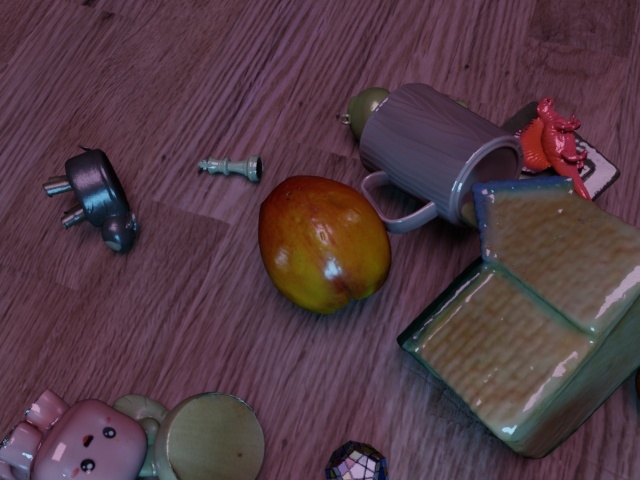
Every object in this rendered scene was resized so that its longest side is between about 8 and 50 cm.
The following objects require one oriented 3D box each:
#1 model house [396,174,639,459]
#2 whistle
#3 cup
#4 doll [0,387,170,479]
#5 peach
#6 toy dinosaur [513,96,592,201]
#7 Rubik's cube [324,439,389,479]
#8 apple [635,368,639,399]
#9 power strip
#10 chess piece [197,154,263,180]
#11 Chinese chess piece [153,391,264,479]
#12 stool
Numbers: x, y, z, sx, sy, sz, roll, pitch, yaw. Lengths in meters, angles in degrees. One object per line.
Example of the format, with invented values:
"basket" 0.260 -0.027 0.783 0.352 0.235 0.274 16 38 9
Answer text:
"model house" 0.348 0.122 1.030 0.382 0.334 0.342 -46 50 -1
"whistle" 0.185 -0.288 1.351 0.294 0.141 0.141 -8 61 -24
"cup" 0.214 -0.163 1.173 0.288 0.208 0.273 -22 44 -28
"doll" -0.392 0.377 0.999 0.268 0.216 0.284 33 47 -6
"peach" 0.000 0.000 1.110 0.238 0.281 0.281 -30 65 -1
"toy dinosaur" 0.464 -0.160 1.194 0.138 0.070 0.286 -10 72 16
"Rubik's cube" 0.062 0.398 1.001 0.111 0.093 0.111 -1 64 3
"apple" 0.631 0.260 1.026 0.146 0.131 0.147 -1 83 5
"power strip" 0.452 -0.135 1.262 0.251 0.092 0.257 -37 68 -6
"chess piece" -0.207 -0.169 1.327 0.149 0.059 0.059 6 63 10
"Chinese chess piece" -0.188 0.356 1.003 0.188 0.083 0.189 15 57 -25
"stool" -0.483 -0.085 1.237 0.139 0.153 0.228 -24 64 -10
